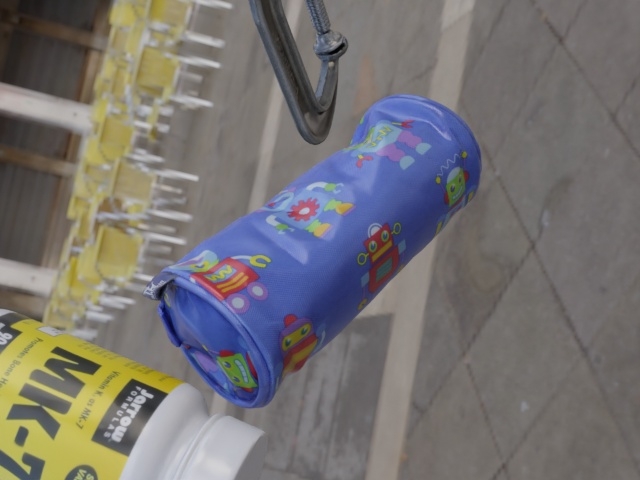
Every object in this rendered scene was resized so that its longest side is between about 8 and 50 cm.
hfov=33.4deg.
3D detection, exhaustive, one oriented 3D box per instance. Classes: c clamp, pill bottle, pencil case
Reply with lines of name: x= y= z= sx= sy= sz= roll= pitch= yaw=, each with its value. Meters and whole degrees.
c clamp: x=-0.010 y=-0.142 z=0.614 sx=0.137 sy=0.022 sz=0.160 roll=-76 pitch=-24 yaw=-46
pill bottle: x=-0.149 y=0.134 z=0.709 sx=0.119 sy=0.209 sz=0.119 roll=20 pitch=-90 yaw=-79
pencil case: x=0.000 y=0.000 z=0.846 sx=0.133 sy=0.306 sz=0.119 roll=19 pitch=136 yaw=37
